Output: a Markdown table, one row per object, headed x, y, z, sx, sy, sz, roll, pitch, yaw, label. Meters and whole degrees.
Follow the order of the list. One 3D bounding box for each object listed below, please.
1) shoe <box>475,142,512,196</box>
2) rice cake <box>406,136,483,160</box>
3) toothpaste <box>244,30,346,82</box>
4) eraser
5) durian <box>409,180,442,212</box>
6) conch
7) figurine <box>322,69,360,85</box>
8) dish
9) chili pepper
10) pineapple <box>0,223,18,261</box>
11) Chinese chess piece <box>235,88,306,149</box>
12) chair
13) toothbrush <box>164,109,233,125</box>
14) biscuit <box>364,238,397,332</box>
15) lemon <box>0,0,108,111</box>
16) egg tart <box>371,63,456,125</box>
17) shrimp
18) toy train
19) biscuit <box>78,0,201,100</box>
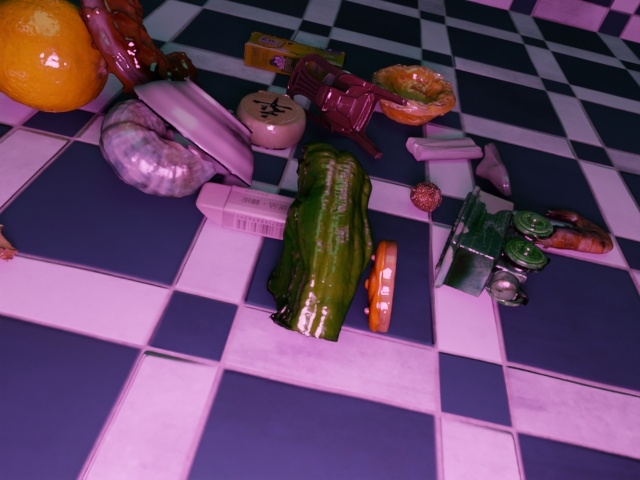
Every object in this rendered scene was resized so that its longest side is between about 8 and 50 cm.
| x | y | z | sx | sy | sz | roll | pitch | yaw | label |
| --- | --- | --- | --- | --- | --- | --- | --- | --- | --- |
| 0.469 | -0.189 | 1.378 | 0.078 | 0.079 | 0.195 | -16 | 48 | 19 | shoe |
| 0.355 | -0.260 | 1.431 | 0.221 | 0.042 | 0.080 | -5 | 50 | -21 | rice cake |
| -0.081 | -0.595 | 1.644 | 0.327 | 0.077 | 0.110 | 13 | 44 | -2 | toothpaste |
| -0.085 | -0.048 | 1.066 | 0.351 | 0.061 | 0.089 | 11 | 42 | -3 | eraser |
| 0.251 | -0.110 | 1.212 | 0.091 | 0.080 | 0.080 | 27 | 39 | -17 | durian |
| -0.371 | -0.196 | 1.075 | 0.277 | 0.196 | 0.220 | 8 | -1 | 27 | conch |
| 0.083 | -0.457 | 1.527 | 0.132 | 0.132 | 0.154 | 25 | 30 | 12 | figurine |
| -0.239 | -0.252 | 1.072 | 0.316 | 0.106 | 0.316 | 41 | 3 | -3 | dish |
| 0.009 | 0.005 | 0.907 | 0.167 | 0.213 | 0.385 | 14 | 64 | -6 | chili pepper |
| -0.629 | 0.001 | 0.851 | 0.139 | 0.164 | 0.250 | -41 | 52 | 1 | pineapple |
| -0.131 | -0.323 | 1.334 | 0.188 | 0.083 | 0.188 | 10 | 41 | -9 | Chinese chess piece |
| 0.053 | -0.379 | 1.376 | 0.183 | 0.176 | 0.326 | 12 | 25 | -32 | chair |
| -0.345 | -0.317 | 1.315 | 0.257 | 0.018 | 0.024 | -19 | 45 | -31 | toothbrush |
| 0.107 | 0.081 | 0.915 | 0.050 | 0.170 | 0.170 | 7 | 42 | 6 | biscuit |
| -0.646 | -0.439 | 1.178 | 0.292 | 0.293 | 0.293 | 8 | 42 | -7 | lemon |
| 0.278 | -0.443 | 1.550 | 0.288 | 0.118 | 0.288 | 9 | 43 | -9 | egg tart |
| 0.587 | -0.033 | 1.247 | 0.295 | 0.058 | 0.169 | 7 | 35 | -14 | shrimp |
| 0.371 | 0.018 | 1.061 | 0.201 | 0.145 | 0.266 | 22 | 42 | 14 | toy train |
| -0.422 | -0.445 | 1.216 | 0.115 | 0.366 | 0.268 | -25 | 64 | 14 | biscuit |
